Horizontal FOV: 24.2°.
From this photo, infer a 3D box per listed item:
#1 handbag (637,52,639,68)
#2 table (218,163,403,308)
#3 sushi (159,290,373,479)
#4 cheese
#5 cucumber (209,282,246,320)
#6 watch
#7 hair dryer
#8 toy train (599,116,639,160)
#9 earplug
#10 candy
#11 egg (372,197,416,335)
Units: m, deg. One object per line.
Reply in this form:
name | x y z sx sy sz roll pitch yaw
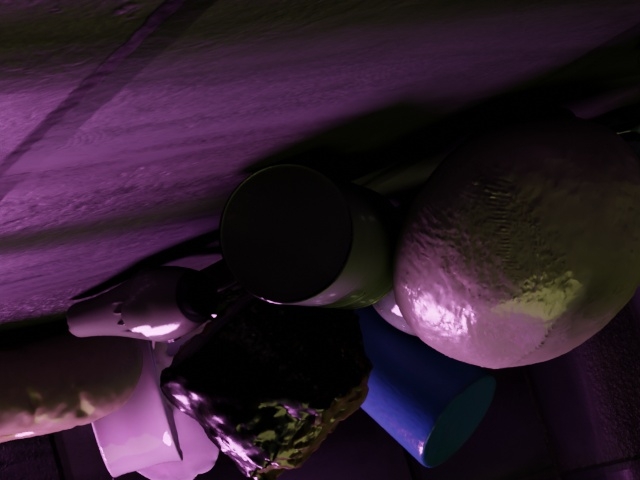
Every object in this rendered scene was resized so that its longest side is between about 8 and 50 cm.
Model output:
handbag | 0.504 -0.085 1.190 0.416 0.317 0.180 -17 166 1
table | 0.000 0.000 1.396 0.126 0.126 0.220 -19 171 13
sushi | -0.049 0.137 1.583 0.211 0.171 0.350 -41 -177 1
cheese | -0.407 0.189 1.813 0.351 0.130 0.328 -17 173 5
cucumber | 0.016 0.057 1.929 0.359 0.096 0.096 -16 172 -10
watch | -0.240 0.238 2.103 0.196 0.244 0.231 -16 179 -5
hair dryer | -0.183 0.061 1.698 0.219 0.088 0.225 -14 -171 23
toy train | 0.345 -0.058 1.700 0.369 0.150 0.237 -6 173 -46
earplug | 0.066 0.138 1.795 0.132 0.273 0.132 -37 149 -27
candy | 0.199 0.011 1.420 0.295 0.185 0.295 -19 136 -19
egg | 0.142 0.029 1.731 0.169 0.169 0.236 -22 171 31
